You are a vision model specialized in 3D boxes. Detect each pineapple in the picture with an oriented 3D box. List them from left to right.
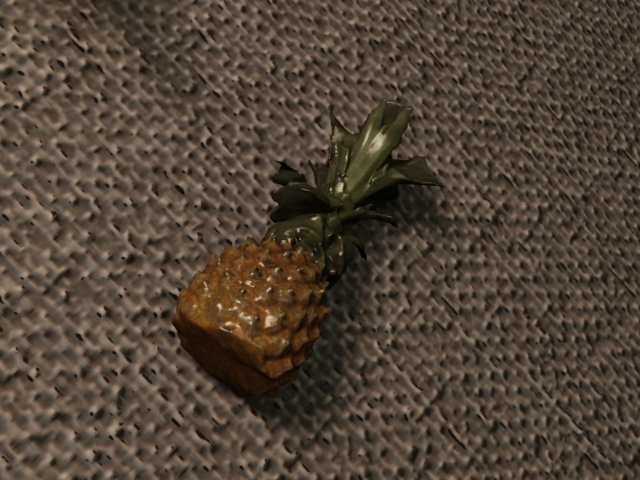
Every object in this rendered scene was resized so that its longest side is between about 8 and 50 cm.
[{"bbox_3d":[0.000,0.000,0.709,0.130,0.119,0.277,31,57,8],"label":"pineapple"}]
